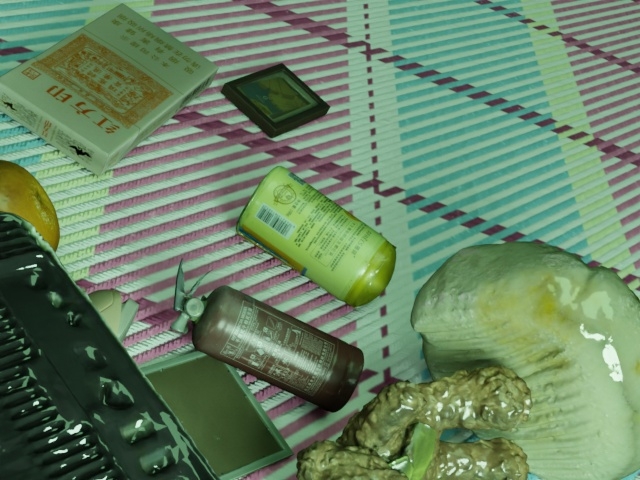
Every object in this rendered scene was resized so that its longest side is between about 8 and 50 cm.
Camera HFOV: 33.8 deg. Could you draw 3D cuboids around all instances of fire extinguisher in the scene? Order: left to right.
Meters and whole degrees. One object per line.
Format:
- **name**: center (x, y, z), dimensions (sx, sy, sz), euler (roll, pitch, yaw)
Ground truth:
- **fire extinguisher**: center (-0.078, 0.123, 1.364), dimensions (0.268, 0.105, 0.105), euler (27, 38, -13)

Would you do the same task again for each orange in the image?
- **orange**: center (-0.394, -0.020, 1.286), dimensions (0.155, 0.134, 0.155), euler (58, 11, -18)

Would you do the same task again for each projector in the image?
- **projector**: center (-0.291, 0.247, 0.842), dimensions (0.242, 0.405, 0.395), euler (-16, 58, -45)

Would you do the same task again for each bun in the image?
- **bun**: center (0.309, 0.149, 1.410), dimensions (0.365, 0.365, 0.219), euler (41, 56, 11)

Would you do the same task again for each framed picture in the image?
- **framed picture**: center (-0.135, 0.217, 1.309), dimensions (0.142, 0.011, 0.183), euler (-14, 56, -43)
- **framed picture**: center (-0.077, -0.248, 1.853), dimensions (0.128, 0.023, 0.168), euler (43, 39, 14)

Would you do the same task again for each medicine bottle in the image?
- **medicine bottle**: center (0.000, 0.000, 1.558), dimensions (0.238, 0.124, 0.124), euler (35, 38, 3)

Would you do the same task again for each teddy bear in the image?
- **teddy bear**: center (0.117, 0.274, 1.249), dimensions (0.296, 0.246, 0.222), euler (-4, 23, 0)

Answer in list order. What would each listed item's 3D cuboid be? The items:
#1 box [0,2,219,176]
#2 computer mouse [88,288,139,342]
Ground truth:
- **box**: center (-0.327, -0.247, 1.653), dimensions (0.204, 0.051, 0.365), euler (34, 37, 2)
- **computer mouse**: center (-0.294, 0.143, 1.169), dimensions (0.082, 0.145, 0.236), euler (44, 37, 6)
